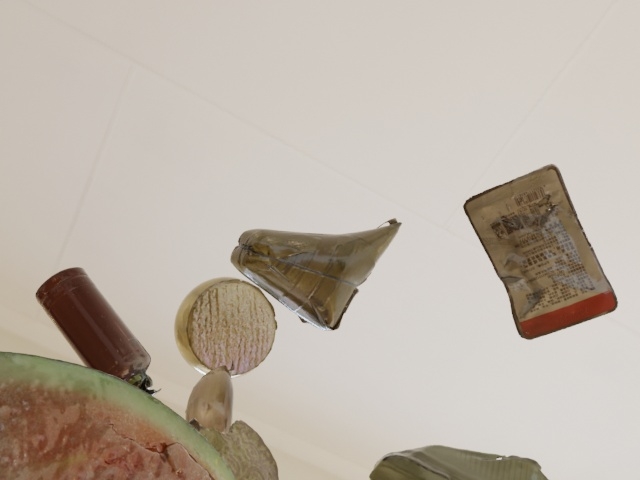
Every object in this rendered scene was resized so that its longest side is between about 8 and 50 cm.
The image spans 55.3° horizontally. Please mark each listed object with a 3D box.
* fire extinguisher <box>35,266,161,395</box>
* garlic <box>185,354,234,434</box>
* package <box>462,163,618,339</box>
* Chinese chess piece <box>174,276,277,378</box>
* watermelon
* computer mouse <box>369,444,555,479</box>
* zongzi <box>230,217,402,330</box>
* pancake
[{"bbox_3d":[-0.364,0.169,1.027,0.269,0.105,0.104,48,-63,14],"label":"fire extinguisher"},{"bbox_3d":[-0.233,0.355,1.387,0.129,0.266,0.148,19,-34,-13],"label":"garlic"},{"bbox_3d":[0.330,0.018,0.924,0.154,0.030,0.239,-22,-103,9],"label":"package"},{"bbox_3d":[-0.250,0.230,1.619,0.270,0.270,0.112,41,-27,-17],"label":"Chinese chess piece"},{"bbox_3d":[-0.232,0.282,0.513,0.283,0.292,0.250,23,-39,-23],"label":"watermelon"},{"bbox_3d":[0.296,0.540,1.196,0.429,0.145,0.228,4,-71,22],"label":"computer mouse"},{"bbox_3d":[0.000,0.000,1.183,0.260,0.123,0.289,41,-102,-23],"label":"zongzi"},{"bbox_3d":[-0.154,0.401,1.055,0.029,0.211,0.235,-40,-44,22],"label":"pancake"}]
